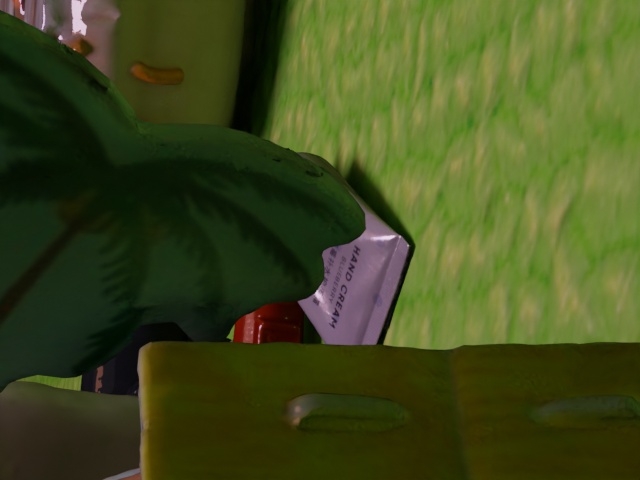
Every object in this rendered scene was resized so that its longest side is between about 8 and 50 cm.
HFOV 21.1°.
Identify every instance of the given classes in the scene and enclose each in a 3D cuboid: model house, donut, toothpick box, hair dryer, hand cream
[{"bbox_3d":[-0.043,0.136,0.455,0.340,0.323,0.300,55,-160,-46],"label":"model house"},{"bbox_3d":[-0.140,-0.153,1.166,0.382,0.142,0.382,-177,90,-75],"label":"donut"},{"bbox_3d":[-0.027,0.041,0.917,0.047,0.047,0.083,147,128,-68],"label":"toothpick box"},{"bbox_3d":[-0.097,0.086,1.104,0.219,0.071,0.124,149,126,-60],"label":"hair dryer"},{"bbox_3d":[0.000,0.000,0.856,0.142,0.053,0.084,56,136,50],"label":"hand cream"}]

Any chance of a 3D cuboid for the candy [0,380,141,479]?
[{"bbox_3d":[-0.146,0.180,0.973,0.358,0.208,0.145,138,135,-64],"label":"candy"}]
